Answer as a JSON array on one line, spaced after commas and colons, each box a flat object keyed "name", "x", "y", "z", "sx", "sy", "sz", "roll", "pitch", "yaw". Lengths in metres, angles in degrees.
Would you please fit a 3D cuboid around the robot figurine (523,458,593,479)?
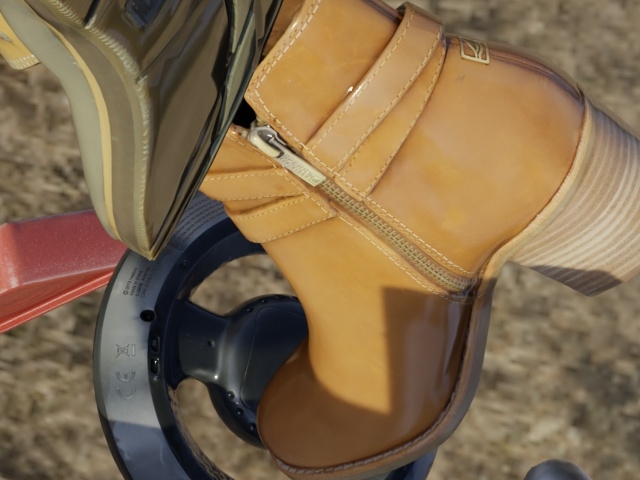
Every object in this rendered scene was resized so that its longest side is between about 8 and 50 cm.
[{"name": "robot figurine", "x": 0.093, "y": 0.289, "z": 1.093, "sx": 0.300, "sy": 0.200, "sz": 0.353, "roll": -9, "pitch": 130, "yaw": -26}]

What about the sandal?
[{"name": "sandal", "x": -0.042, "y": -0.054, "z": 0.348, "sx": 0.072, "sy": 0.049, "sz": 0.180, "roll": -62, "pitch": 165, "yaw": -13}]

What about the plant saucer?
[{"name": "plant saucer", "x": -0.263, "y": 0.039, "z": 1.600, "sx": 0.259, "sy": 0.258, "sz": 0.048, "roll": -11, "pitch": 78, "yaw": -60}]

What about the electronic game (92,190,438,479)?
[{"name": "electronic game", "x": -0.025, "y": 0.076, "z": 1.138, "sx": 0.229, "sy": 0.048, "sz": 0.229, "roll": 7, "pitch": 76, "yaw": -30}]

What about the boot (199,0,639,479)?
[{"name": "boot", "x": 0.000, "y": 0.000, "z": 0.907, "sx": 0.220, "sy": 0.283, "sz": 0.109, "roll": 26, "pitch": 48, "yaw": -29}]
